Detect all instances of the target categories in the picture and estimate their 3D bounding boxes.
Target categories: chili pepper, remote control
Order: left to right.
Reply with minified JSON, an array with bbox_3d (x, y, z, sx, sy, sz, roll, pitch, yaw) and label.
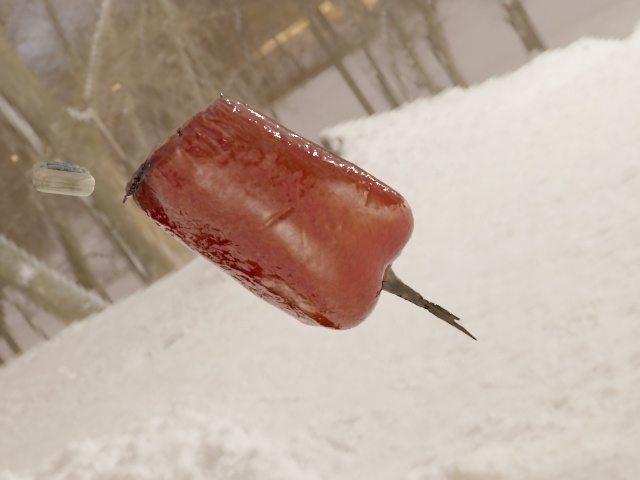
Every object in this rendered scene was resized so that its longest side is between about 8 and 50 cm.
[{"bbox_3d":[-0.317,-0.077,1.573,0.074,0.032,0.122,6,6,-15],"label":"remote control"},{"bbox_3d":[0.000,0.000,0.620,0.084,0.192,0.086,-53,16,14],"label":"chili pepper"}]
